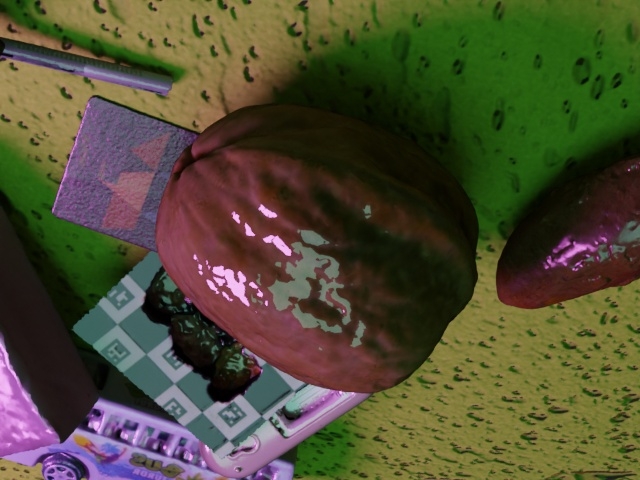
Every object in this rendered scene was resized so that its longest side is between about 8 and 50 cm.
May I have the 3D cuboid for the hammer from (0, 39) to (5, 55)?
[{"bbox_3d":[-0.423,-0.282,0.993,0.168,0.044,0.440,-37,117,23],"label":"hammer"}]

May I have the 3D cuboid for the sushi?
[{"bbox_3d":[-0.108,0.086,1.317,0.192,0.050,0.215,-43,107,11],"label":"sushi"}]

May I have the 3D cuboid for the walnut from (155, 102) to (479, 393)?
[{"bbox_3d":[0.000,0.000,1.108,0.282,0.227,0.283,12,144,9],"label":"walnut"}]

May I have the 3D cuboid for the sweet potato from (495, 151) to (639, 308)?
[{"bbox_3d":[0.296,-0.039,1.114,0.385,0.109,0.109,-33,122,33],"label":"sweet potato"}]

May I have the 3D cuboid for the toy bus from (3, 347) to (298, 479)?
[{"bbox_3d":[-0.190,0.223,1.445,0.329,0.109,0.136,20,124,-11],"label":"toy bus"}]

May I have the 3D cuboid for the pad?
[{"bbox_3d":[-0.136,-0.043,1.222,0.211,0.003,0.143,19,121,-10],"label":"pad"}]

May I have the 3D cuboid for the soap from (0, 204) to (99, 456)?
[{"bbox_3d":[-0.415,0.094,1.298,0.296,0.107,0.285,-14,112,22],"label":"soap"}]

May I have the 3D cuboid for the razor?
[{"bbox_3d":[-0.232,-0.159,1.121,0.211,0.036,0.084,17,136,-7],"label":"razor"}]

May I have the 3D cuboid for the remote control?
[{"bbox_3d":[-0.032,0.176,1.364,0.221,0.042,0.078,-35,107,8],"label":"remote control"}]
